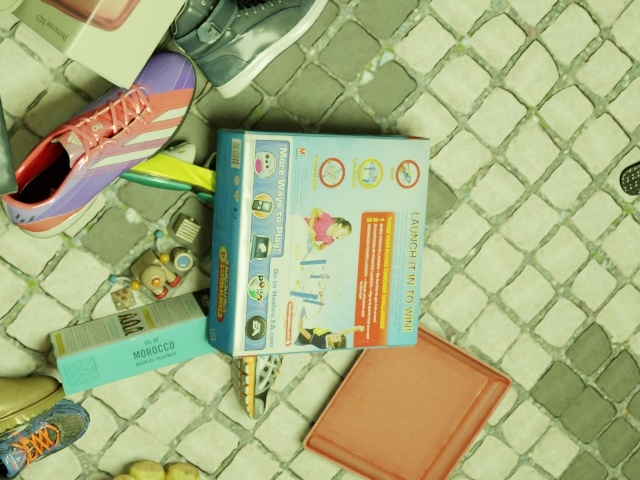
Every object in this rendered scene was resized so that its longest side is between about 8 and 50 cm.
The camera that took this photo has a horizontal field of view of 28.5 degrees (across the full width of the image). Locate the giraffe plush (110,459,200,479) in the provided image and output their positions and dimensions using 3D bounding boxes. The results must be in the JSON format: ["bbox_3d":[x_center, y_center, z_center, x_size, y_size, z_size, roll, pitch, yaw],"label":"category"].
[{"bbox_3d":[-0.258,0.454,1.878,0.181,0.210,0.170,7,139,-31],"label":"giraffe plush"}]

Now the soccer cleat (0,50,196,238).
[{"bbox_3d":[-0.287,-0.134,1.644,0.318,0.116,0.108,-44,76,-6],"label":"soccer cleat"}]

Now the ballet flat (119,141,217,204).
[{"bbox_3d":[-0.173,-0.094,1.765,0.231,0.077,0.077,17,81,-23],"label":"ballet flat"}]

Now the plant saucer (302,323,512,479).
[{"bbox_3d":[0.134,0.263,1.987,0.259,0.048,0.258,31,97,-23],"label":"plant saucer"}]

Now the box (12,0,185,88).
[{"bbox_3d":[-0.261,-0.336,1.587,0.232,0.148,0.127,-56,147,5],"label":"box"}]

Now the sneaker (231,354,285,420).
[{"bbox_3d":[-0.084,0.166,1.868,0.083,0.084,0.215,-2,107,-22],"label":"sneaker"}]

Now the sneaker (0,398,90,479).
[{"bbox_3d":[-0.431,0.301,1.798,0.221,0.087,0.083,-26,114,-8],"label":"sneaker"}]

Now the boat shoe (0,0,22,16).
[{"bbox_3d":[-0.398,-0.445,1.514,0.127,0.113,0.340,-20,122,-58],"label":"boat shoe"}]

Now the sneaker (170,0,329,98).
[{"bbox_3d":[-0.101,-0.323,1.696,0.226,0.086,0.163,-44,117,1],"label":"sneaker"}]

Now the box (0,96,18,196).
[{"bbox_3d":[-0.560,-0.222,1.473,0.293,0.212,0.395,-19,114,-32],"label":"box"}]

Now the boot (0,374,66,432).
[{"bbox_3d":[-0.484,0.136,1.712,0.236,0.089,0.269,-25,96,-47],"label":"boot"}]

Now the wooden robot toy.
[{"bbox_3d":[-0.226,0.047,1.783,0.173,0.079,0.076,-45,115,1],"label":"wooden robot toy"}]

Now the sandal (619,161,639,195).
[{"bbox_3d":[0.559,-0.123,2.003,0.179,0.040,0.067,-18,107,4],"label":"sandal"}]

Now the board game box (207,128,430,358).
[{"bbox_3d":[0.000,0.000,1.776,0.302,0.086,0.308,0,98,-31],"label":"board game box"}]

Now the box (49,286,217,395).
[{"bbox_3d":[-0.256,0.142,1.794,0.244,0.100,0.060,-15,113,-12],"label":"box"}]
